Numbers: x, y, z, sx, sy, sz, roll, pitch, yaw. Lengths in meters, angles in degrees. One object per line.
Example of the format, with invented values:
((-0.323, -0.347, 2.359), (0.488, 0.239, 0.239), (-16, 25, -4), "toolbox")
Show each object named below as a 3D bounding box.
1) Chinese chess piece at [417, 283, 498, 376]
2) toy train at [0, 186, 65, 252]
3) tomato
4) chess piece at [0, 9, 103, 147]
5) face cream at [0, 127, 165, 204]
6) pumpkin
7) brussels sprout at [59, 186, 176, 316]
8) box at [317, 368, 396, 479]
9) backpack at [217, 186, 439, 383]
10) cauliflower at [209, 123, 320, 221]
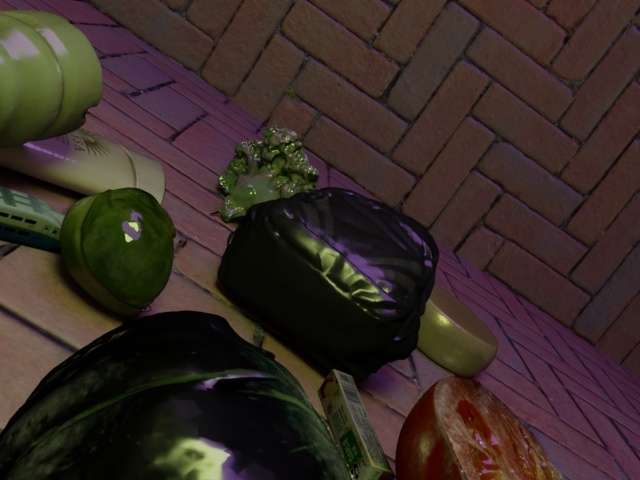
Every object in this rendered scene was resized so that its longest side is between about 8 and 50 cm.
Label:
((0.284, 0.197, 1.558), (0.273, 0.102, 0.273), (35, 14, -10), "Chinese chess piece")
((-0.361, -0.023, 0.856), (0.234, 0.051, 0.052), (20, 24, -47), "toy train")
((0.192, 0.325, 0.780), (0.338, 0.143, 0.338), (42, 18, -17), "tomato")
((-0.415, -0.161, 0.718), (0.234, 0.234, 0.442), (36, 20, 0), "chess piece")
((-0.397, -0.134, 1.073), (0.348, 0.081, 0.173), (22, 21, -44), "face cream")
((-0.098, 0.208, 0.409), (0.296, 0.296, 0.296), (33, 14, -9), "pumpkin")
((-0.248, 0.002, 0.845), (0.145, 0.131, 0.183), (44, 18, -35), "brussels sprout")
((0.043, 0.254, 0.901), (0.041, 0.050, 0.207), (25, 17, -24), "box")
((0.047, 0.049, 1.187), (0.363, 0.255, 0.445), (38, 28, 14), "backpack")
((-0.123, -0.111, 1.485), (0.256, 0.239, 0.315), (61, 32, -3), "cauliflower")
